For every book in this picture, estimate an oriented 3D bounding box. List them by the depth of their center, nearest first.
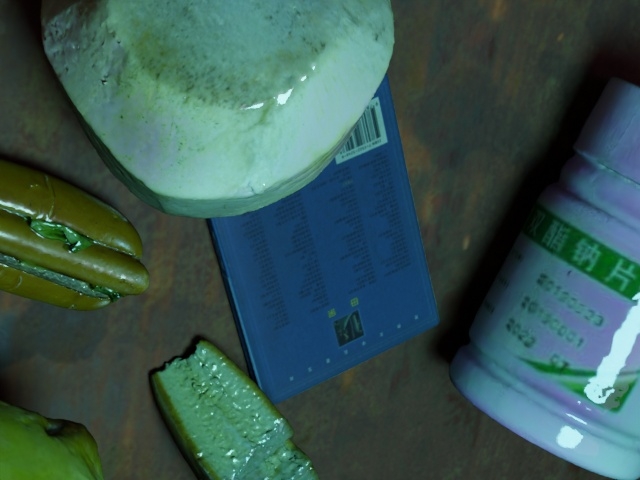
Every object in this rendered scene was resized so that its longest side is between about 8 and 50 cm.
[{"bbox_3d":[0.000,0.000,1.338,0.191,0.025,0.269,-24,121,-18],"label":"book"}]

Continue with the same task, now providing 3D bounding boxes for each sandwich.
[{"bbox_3d":[-0.063,0.203,1.351,0.090,0.088,0.244,-37,124,-16],"label":"sandwich"}]

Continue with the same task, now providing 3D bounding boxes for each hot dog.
[{"bbox_3d":[-0.243,-0.010,1.167,0.249,0.068,0.100,21,101,-34],"label":"hot dog"}]

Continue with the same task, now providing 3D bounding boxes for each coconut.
[{"bbox_3d":[-0.075,-0.137,1.113,0.259,0.259,0.259,-12,116,-25],"label":"coconut"}]

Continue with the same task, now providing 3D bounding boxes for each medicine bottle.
[{"bbox_3d":[0.280,0.035,1.398,0.212,0.212,0.325,22,100,-35],"label":"medicine bottle"}]

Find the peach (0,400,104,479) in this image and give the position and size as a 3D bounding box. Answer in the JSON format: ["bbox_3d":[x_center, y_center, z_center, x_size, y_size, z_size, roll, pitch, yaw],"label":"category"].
[{"bbox_3d":[-0.304,0.270,1.126,0.314,0.281,0.316,14,76,0],"label":"peach"}]
